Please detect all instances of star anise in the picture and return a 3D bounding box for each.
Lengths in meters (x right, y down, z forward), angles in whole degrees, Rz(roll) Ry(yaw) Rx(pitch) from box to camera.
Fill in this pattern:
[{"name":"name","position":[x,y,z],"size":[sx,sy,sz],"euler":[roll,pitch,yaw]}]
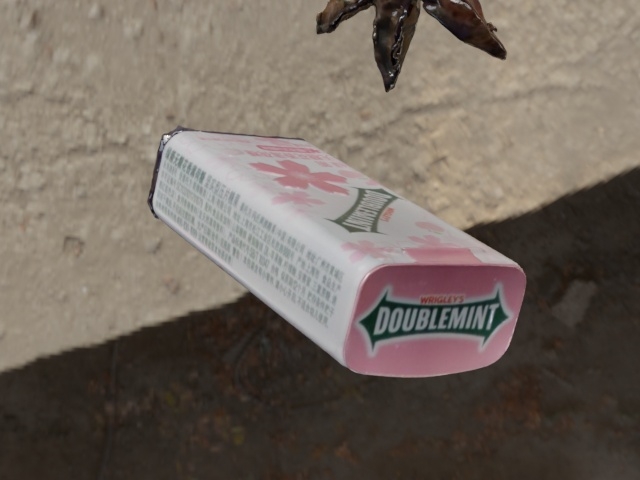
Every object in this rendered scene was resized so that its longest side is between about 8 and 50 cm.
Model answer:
[{"name":"star anise","position":[0.065,-0.258,1.175],"size":[0.272,0.102,0.272],"euler":[6,104,26]}]

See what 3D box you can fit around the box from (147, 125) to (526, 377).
[{"name":"box","position":[0.000,0.000,1.252],"size":[0.190,0.369,0.112],"euler":[4,108,-35]}]
